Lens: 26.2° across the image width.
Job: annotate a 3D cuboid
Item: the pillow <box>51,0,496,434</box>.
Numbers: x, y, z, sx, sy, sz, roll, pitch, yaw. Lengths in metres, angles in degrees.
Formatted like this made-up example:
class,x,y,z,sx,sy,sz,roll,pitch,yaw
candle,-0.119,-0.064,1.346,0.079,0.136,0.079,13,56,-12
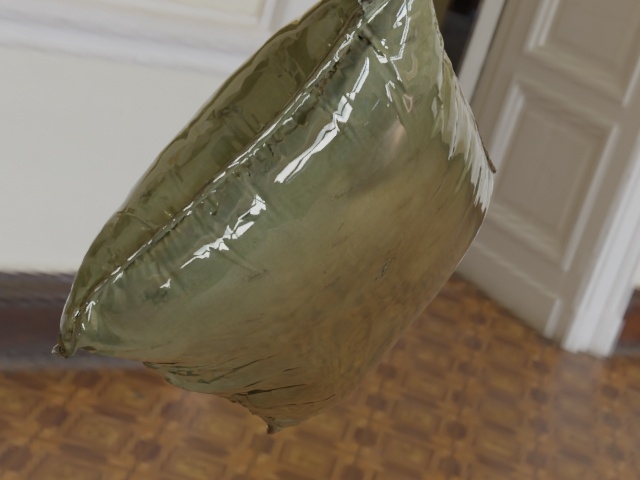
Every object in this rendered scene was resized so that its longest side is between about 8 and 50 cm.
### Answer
class,x,y,z,sx,sy,sz,roll,pitch,yaw
pillow,0.000,0.000,0.593,0.075,0.185,0.302,42,-1,18
